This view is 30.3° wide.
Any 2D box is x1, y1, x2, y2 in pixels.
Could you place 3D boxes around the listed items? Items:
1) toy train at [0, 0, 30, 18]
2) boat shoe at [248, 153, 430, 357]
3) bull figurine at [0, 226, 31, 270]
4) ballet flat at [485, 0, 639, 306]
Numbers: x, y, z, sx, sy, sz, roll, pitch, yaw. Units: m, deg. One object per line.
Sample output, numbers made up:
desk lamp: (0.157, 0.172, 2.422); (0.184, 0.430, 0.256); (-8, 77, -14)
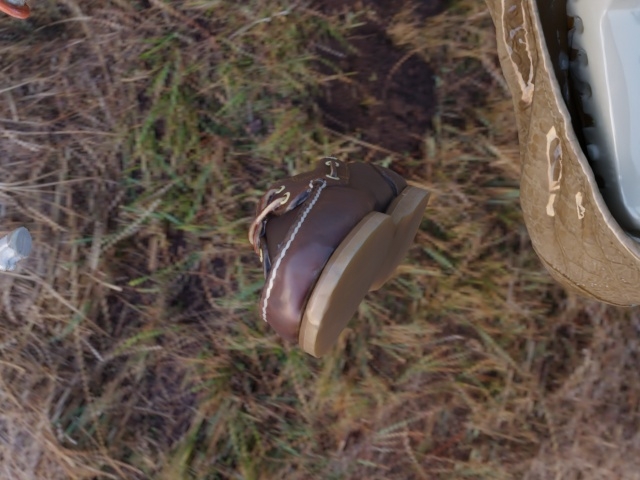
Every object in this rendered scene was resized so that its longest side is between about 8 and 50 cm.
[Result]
toy train: (-0.164, -0.128, 0.450); (0.166, 0.125, 0.046); (34, 117, 9)
boat shoe: (0.000, 0.000, 0.591); (0.073, 0.207, 0.073); (27, 104, 7)
bull figurine: (-0.302, 0.051, 0.763); (0.101, 0.188, 0.311); (39, 56, -67)
ballet flat: (0.126, -0.122, 0.531); (0.116, 0.124, 0.343); (-21, 108, -22)
